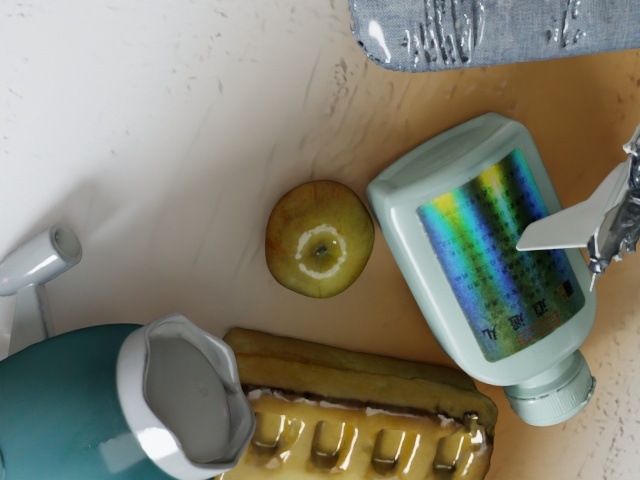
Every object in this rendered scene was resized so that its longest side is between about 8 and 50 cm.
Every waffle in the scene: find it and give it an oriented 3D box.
[{"bbox_3d":[-0.009,0.243,0.949,0.224,0.098,0.328,11,110,-11],"label":"waffle"}]

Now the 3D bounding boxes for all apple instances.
[{"bbox_3d":[0.000,0.000,0.870,0.084,0.071,0.084,-3,111,-9],"label":"apple"}]

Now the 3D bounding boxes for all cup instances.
[{"bbox_3d":[-0.143,0.130,0.817,0.173,0.167,0.300,-27,75,27],"label":"cup"}]

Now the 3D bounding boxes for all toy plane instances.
[{"bbox_3d":[0.237,-0.059,0.847,0.234,0.082,0.160,-48,154,-15],"label":"toy plane"}]

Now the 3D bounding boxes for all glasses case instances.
[{"bbox_3d":[0.156,-0.179,0.832,0.282,0.067,0.109,-7,113,-5],"label":"glasses case"}]

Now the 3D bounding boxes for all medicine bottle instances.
[{"bbox_3d":[0.133,0.031,0.896,0.121,0.083,0.229,-31,111,-8],"label":"medicine bottle"}]
